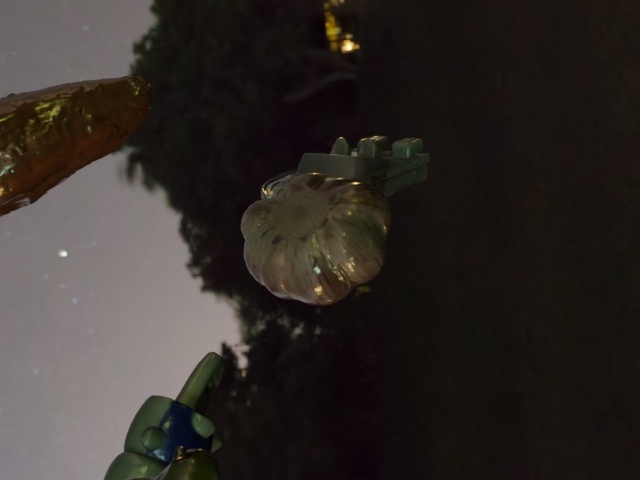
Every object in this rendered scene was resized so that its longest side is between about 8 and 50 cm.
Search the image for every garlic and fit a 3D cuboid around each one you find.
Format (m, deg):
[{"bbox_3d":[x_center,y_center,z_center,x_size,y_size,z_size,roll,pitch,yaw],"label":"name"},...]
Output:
[{"bbox_3d":[0.000,0.000,0.875,0.102,0.159,0.147,54,-152,-45],"label":"garlic"}]

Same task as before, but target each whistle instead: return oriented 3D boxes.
[{"bbox_3d":[-0.170,0.232,0.963,0.244,0.092,0.110,-59,-25,-33],"label":"whistle"}]

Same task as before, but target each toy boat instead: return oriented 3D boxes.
[{"bbox_3d":[0.027,-0.091,1.215,0.319,0.141,0.092,-25,-64,-49],"label":"toy boat"}]

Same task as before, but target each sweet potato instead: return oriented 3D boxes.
[{"bbox_3d":[-0.256,-0.072,0.724,0.097,0.252,0.097,156,90,-82],"label":"sweet potato"}]

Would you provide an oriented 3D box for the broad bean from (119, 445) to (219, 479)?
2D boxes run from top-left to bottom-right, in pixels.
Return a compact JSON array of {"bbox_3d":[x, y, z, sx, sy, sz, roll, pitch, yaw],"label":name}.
[{"bbox_3d":[-0.155,0.157,0.468,0.048,0.214,0.070,-105,-2,-50],"label":"broad bean"}]
